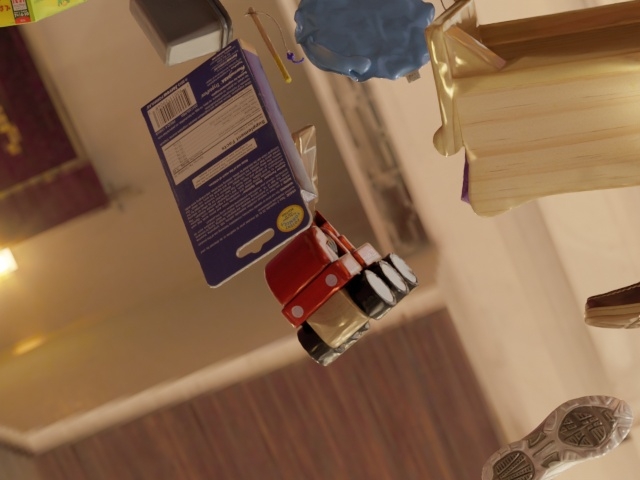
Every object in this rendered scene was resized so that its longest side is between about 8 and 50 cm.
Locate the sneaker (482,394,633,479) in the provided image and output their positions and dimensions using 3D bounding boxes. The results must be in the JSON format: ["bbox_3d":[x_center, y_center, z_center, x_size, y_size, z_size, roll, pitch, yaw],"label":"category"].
[{"bbox_3d":[0.331,0.289,2.229,0.232,0.090,0.115,-27,168,1],"label":"sneaker"}]

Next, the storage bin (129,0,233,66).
[{"bbox_3d":[-0.188,-0.292,2.073,0.091,0.135,0.098,-25,159,-19],"label":"storage bin"}]

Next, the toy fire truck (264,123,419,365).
[{"bbox_3d":[0.000,0.000,1.958,0.158,0.246,0.217,-43,176,17],"label":"toy fire truck"}]

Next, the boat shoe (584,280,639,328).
[{"bbox_3d":[0.581,0.057,2.542,0.342,0.123,0.123,-13,166,-2],"label":"boat shoe"}]

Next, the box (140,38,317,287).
[{"bbox_3d":[-0.089,-0.074,1.584,0.136,0.225,0.036,-33,153,21],"label":"box"}]

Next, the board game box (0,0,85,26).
[{"bbox_3d":[-0.327,-0.278,1.788,0.092,0.043,0.181,-5,-164,18],"label":"board game box"}]

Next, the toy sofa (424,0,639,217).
[{"bbox_3d":[0.284,-0.141,1.379,0.363,0.177,0.150,-7,-162,20],"label":"toy sofa"}]

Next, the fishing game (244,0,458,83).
[{"bbox_3d":[0.058,-0.250,1.909,0.264,0.041,0.189,-18,-127,-19],"label":"fishing game"}]
